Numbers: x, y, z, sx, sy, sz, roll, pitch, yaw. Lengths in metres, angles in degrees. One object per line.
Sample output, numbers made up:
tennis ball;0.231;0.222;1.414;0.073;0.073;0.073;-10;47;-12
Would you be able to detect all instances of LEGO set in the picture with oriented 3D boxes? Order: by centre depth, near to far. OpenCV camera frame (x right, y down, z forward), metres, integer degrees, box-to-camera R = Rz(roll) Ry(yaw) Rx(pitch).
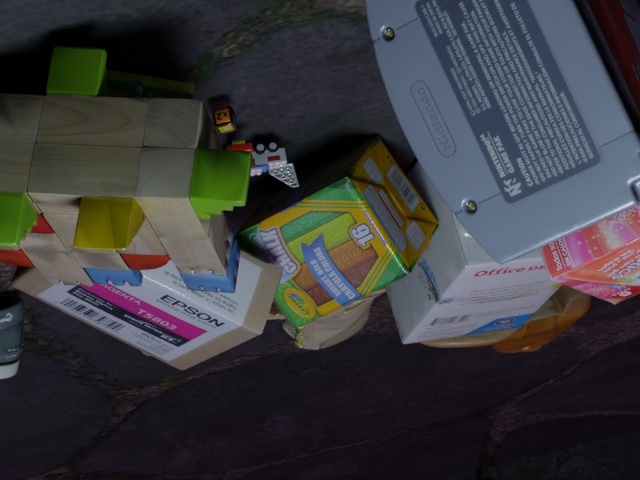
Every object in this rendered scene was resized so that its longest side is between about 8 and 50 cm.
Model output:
LEGO set;-0.149;-0.069;1.742;0.244;0.060;0.182;-25;156;34

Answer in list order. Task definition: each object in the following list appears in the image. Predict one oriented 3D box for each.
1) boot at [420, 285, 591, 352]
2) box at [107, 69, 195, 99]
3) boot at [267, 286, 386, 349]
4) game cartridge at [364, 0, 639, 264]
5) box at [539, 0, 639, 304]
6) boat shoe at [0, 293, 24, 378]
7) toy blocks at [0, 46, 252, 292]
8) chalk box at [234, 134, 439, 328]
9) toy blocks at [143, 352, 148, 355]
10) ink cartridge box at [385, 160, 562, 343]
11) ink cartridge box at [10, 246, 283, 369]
boot;0.262;0.126;2.411;0.295;0.104;0.211;-15;158;-9
box;-0.187;-0.110;1.603;0.105;0.043;0.179;8;151;-15
boot;-0.037;0.082;2.137;0.262;0.095;0.203;-11;160;-19
game cartridge;0.163;-0.140;1.468;0.198;0.297;0.062;-25;180;30
box;0.265;-0.108;1.578;0.142;0.300;0.154;-28;156;26
boat shoe;-0.495;0.093;1.916;0.319;0.116;0.099;10;106;-33
toy blocks;-0.233;-0.038;1.543;0.381;0.191;0.261;3;159;8
chalk box;0.000;0.000;1.840;0.213;0.132;0.132;-28;-167;29
toy blocks;-0.202;0.109;2.147;0.123;0.054;0.148;-24;157;21
ink cartridge box;0.189;-0.004;1.960;0.171;0.168;0.233;-6;157;-21
ink cartridge box;-0.192;0.041;1.788;0.234;0.088;0.193;28;152;-21
